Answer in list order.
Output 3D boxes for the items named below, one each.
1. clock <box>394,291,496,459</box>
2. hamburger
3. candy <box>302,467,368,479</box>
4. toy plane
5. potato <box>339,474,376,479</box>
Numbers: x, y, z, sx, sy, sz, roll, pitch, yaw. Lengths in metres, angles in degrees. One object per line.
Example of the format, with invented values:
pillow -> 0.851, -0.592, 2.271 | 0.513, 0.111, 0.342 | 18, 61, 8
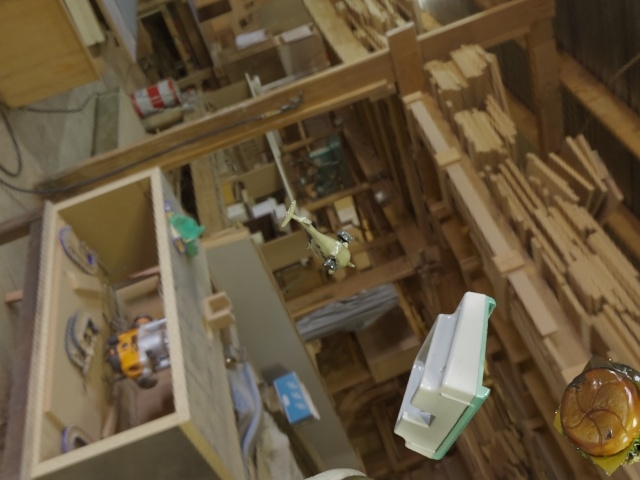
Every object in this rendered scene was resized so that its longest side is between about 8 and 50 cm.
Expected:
clock -> 0.233, 0.254, 1.287 | 0.262, 0.116, 0.231 | 106, 2, -48
hamburger -> 0.654, 0.392, 1.522 | 0.138, 0.243, 0.262 | 24, 12, -31
candy -> -0.019, 0.791, 1.738 | 0.426, 0.186, 0.386 | 12, 76, -45
toy plane -> 0.000, 0.000, 1.490 | 0.108, 0.092, 0.286 | 24, -10, 25
potato -> 0.074, 0.531, 1.248 | 0.235, 0.177, 0.160 | -93, -162, -71
